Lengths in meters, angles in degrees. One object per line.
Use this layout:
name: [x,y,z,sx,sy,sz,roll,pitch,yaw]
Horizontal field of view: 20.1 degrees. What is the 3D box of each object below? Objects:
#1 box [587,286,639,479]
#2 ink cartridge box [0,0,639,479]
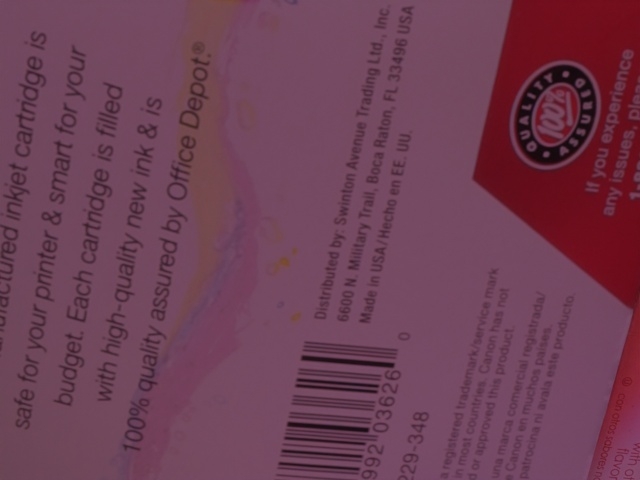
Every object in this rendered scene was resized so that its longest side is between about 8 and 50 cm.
box: [0.168,-0.044,0.673,0.142,0.299,0.154,6,22,-15]
ink cartridge box: [-0.051,-0.022,0.603,0.306,0.226,0.131,8,22,-14]
